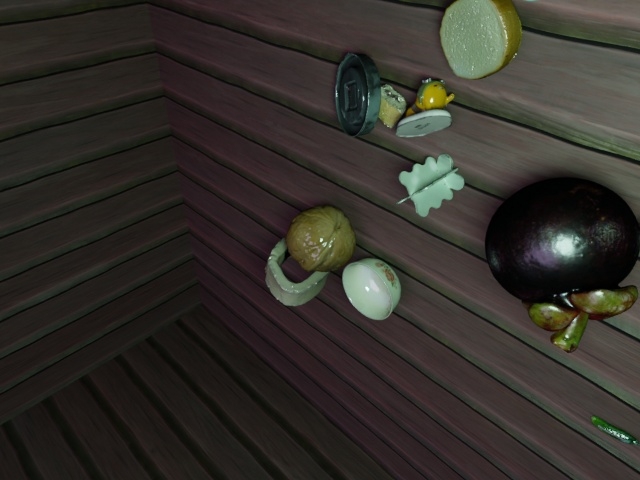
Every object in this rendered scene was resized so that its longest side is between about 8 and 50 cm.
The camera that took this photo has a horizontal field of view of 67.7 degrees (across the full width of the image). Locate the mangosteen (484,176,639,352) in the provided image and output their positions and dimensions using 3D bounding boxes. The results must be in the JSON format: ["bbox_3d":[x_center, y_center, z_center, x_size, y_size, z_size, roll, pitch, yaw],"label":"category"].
[{"bbox_3d":[0.624,0.052,1.247,0.381,0.436,0.382,6,151,3],"label":"mangosteen"}]

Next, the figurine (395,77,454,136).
[{"bbox_3d":[0.322,-0.426,1.526,0.250,0.166,0.141,173,93,-66],"label":"figurine"}]

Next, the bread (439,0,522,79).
[{"bbox_3d":[0.431,-0.557,1.299,0.236,0.070,0.236,39,150,28],"label":"bread"}]

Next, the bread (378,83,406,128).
[{"bbox_3d":[0.234,-0.463,1.636,0.125,0.082,0.106,43,156,4],"label":"bread"}]

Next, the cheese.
[{"bbox_3d":[-0.118,0.141,2.282,0.292,0.332,0.153,34,139,12],"label":"cheese"}]

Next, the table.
[{"bbox_3d":[0.353,-0.181,1.589,0.166,0.198,0.167,31,136,35],"label":"table"}]

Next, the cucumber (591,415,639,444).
[{"bbox_3d":[0.971,0.634,1.573,0.155,0.037,0.037,25,133,39],"label":"cucumber"}]

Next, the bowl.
[{"bbox_3d":[0.237,0.188,2.048,0.277,0.145,0.277,32,138,33],"label":"bowl"}]

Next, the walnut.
[{"bbox_3d":[0.000,0.000,2.087,0.332,0.332,0.333,30,136,34],"label":"walnut"}]

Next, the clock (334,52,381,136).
[{"bbox_3d":[0.127,-0.504,1.662,0.280,0.055,0.281,172,90,-70],"label":"clock"}]
